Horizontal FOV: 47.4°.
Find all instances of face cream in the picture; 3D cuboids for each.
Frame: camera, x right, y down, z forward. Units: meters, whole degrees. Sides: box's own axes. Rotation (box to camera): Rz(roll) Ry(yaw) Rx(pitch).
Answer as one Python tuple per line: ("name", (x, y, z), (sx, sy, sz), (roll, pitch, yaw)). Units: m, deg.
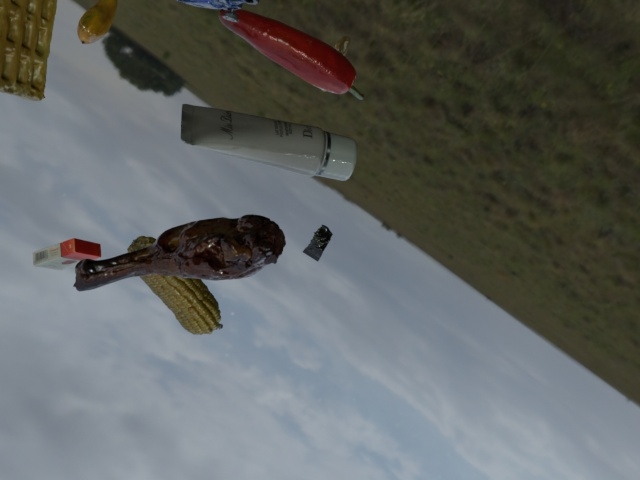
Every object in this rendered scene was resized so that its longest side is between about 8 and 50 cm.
("face cream", (-0.091, -0.172, 1.286), (0.314, 0.089, 0.143), (9, -144, -16))

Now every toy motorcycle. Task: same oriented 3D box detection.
("toy motorcycle", (-0.184, -0.422, 1.217), (0.114, 0.076, 0.205), (16, -177, -38))

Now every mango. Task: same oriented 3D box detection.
("mango", (-0.645, -0.638, 2.107), (0.075, 0.190, 0.098), (26, 150, -12))

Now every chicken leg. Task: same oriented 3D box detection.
("chicken leg", (-0.222, 0.029, 1.172), (0.158, 0.406, 0.096), (-40, -63, -58))

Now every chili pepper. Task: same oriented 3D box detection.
("chili pepper", (-0.049, -0.405, 1.548), (0.368, 0.092, 0.137), (32, -167, -11))

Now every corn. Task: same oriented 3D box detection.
("corn", (-0.308, 0.093, 1.560), (0.102, 0.102, 0.313), (40, 164, 43))

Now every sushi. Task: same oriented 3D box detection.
("sushi", (0.000, 0.000, 2.164), (0.056, 0.085, 0.083), (33, -139, 2))

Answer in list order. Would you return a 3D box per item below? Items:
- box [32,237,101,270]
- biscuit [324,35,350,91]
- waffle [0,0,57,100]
("box", (-0.680, 0.038, 1.956), (0.100, 0.152, 0.048), (16, -121, -63))
("biscuit", (0.034, -0.403, 1.665), (0.018, 0.147, 0.071), (36, -132, 14))
("waffle", (-0.568, -0.379, 1.329), (0.055, 0.221, 0.248), (10, -176, 5))
